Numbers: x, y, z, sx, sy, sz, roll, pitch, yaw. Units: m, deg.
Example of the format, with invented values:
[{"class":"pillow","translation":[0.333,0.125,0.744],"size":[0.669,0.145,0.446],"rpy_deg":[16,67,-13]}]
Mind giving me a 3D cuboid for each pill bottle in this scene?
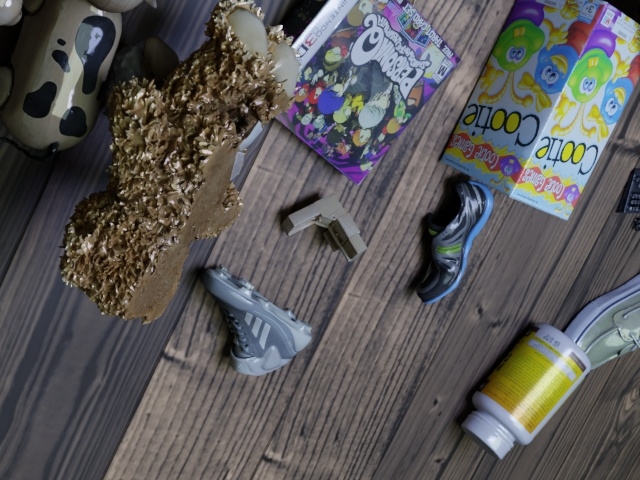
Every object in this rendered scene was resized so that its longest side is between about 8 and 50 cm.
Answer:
[{"class":"pill bottle","translation":[0.325,0.244,1.856],"size":[0.215,0.117,0.117],"rpy_deg":[-48,135,-9]}]

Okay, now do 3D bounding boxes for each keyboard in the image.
[{"class":"keyboard","translation":[0.566,-0.065,1.956],"size":[0.180,0.023,0.108],"rpy_deg":[1,113,-40]}]

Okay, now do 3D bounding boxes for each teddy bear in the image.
[{"class":"teddy bear","translation":[-0.140,-0.086,1.144],"size":[0.338,0.113,0.245],"rpy_deg":[-63,162,16]}]

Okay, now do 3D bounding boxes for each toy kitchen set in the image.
[{"class":"toy kitchen set","translation":[0.000,0.000,1.476],"size":[0.075,0.083,0.068],"rpy_deg":[-27,170,-27]}]

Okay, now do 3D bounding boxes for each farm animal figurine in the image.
[{"class":"farm animal figurine","translation":[-0.242,-0.223,1.058],"size":[0.330,0.172,0.326],"rpy_deg":[-10,120,-37]}]

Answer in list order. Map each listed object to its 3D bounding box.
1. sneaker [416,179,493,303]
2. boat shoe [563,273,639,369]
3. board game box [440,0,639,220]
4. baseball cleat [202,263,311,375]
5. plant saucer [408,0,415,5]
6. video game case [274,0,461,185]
[{"class":"sneaker","translation":[0.175,-0.001,1.636],"size":[0.078,0.067,0.188],"rpy_deg":[16,105,-23]},{"class":"boat shoe","translation":[0.528,0.140,1.988],"size":[0.302,0.094,0.109],"rpy_deg":[-34,132,-22]},{"class":"board game box","translation":[0.308,-0.190,1.572],"size":[0.142,0.144,0.275],"rpy_deg":[17,101,-44]},{"class":"baseball cleat","translation":[-0.092,0.111,1.454],"size":[0.109,0.072,0.206],"rpy_deg":[-50,132,3]},{"class":"plant saucer","translation":[0.079,-0.293,1.404],"size":[0.083,0.015,0.083],"rpy_deg":[-21,131,-26]},{"class":"video game case","translation":[0.040,-0.203,1.395],"size":[0.210,0.042,0.232],"rpy_deg":[-50,136,3]}]
